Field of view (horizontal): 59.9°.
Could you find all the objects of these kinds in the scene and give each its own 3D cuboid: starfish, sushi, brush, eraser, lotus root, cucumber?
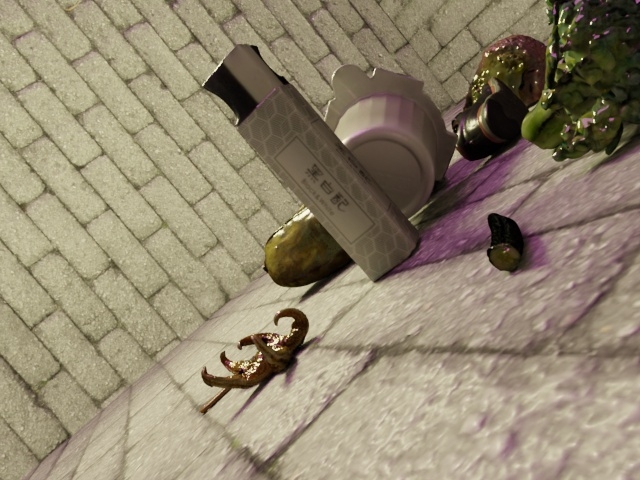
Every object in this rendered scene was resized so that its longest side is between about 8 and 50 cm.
[{"bbox_3d":[-0.102,0.175,0.836,0.189,0.074,0.146,-36,5,40],"label":"starfish"},{"bbox_3d":[0.423,-0.387,1.314,0.241,0.162,0.107,-4,27,48],"label":"sushi"},{"bbox_3d":[-0.143,0.235,0.961,0.170,0.014,0.043,-42,3,-21],"label":"brush"},{"bbox_3d":[-0.008,-0.123,0.878,0.096,0.404,0.098,-39,6,22],"label":"eraser"},{"bbox_3d":[0.000,0.000,1.235,0.274,0.160,0.151,-36,-18,27],"label":"lotus root"},{"bbox_3d":[0.183,-0.005,0.549,0.034,0.033,0.135,-34,7,26],"label":"cucumber"}]

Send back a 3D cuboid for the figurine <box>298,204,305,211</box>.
[{"bbox_3d":[-0.004,-0.042,1.638,0.161,0.158,0.275,-31,4,-5],"label":"figurine"}]

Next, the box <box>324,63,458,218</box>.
[{"bbox_3d":[0.107,-0.168,1.002,0.262,0.291,0.206,-22,23,18],"label":"box"}]

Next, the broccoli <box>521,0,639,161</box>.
[{"bbox_3d":[0.315,-0.161,0.646,0.275,0.177,0.199,95,-179,-56],"label":"broccoli"}]

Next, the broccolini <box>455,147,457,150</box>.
[{"bbox_3d":[0.397,-0.293,1.464,0.202,0.068,0.091,-42,-24,-53],"label":"broccolini"}]

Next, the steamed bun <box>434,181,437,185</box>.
[{"bbox_3d":[0.139,-0.184,1.282,0.199,0.252,0.301,-39,-5,16],"label":"steamed bun"}]

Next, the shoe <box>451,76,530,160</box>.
[{"bbox_3d":[0.346,-0.243,1.149,0.137,0.114,0.291,-43,5,37],"label":"shoe"}]

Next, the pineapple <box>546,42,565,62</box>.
[{"bbox_3d":[0.660,-0.528,1.280,0.310,0.141,0.170,-45,24,43],"label":"pineapple"}]
